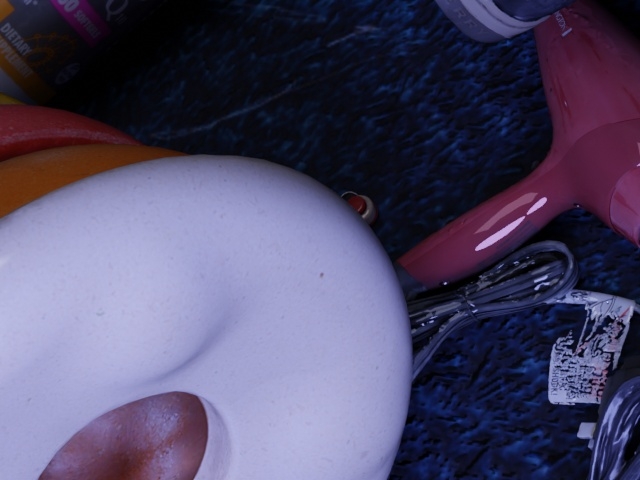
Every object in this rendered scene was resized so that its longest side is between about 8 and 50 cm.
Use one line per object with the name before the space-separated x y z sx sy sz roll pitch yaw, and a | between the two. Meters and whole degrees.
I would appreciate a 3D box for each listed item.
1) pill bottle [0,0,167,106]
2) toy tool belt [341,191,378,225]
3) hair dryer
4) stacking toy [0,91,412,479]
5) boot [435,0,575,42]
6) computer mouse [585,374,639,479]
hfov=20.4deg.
pill bottle | -0.148 -0.225 1.178 0.278 0.162 0.162 -41 56 0
toy tool belt | 0.000 0.000 1.064 0.052 0.051 0.083 31 79 32
hair dryer | 0.119 -0.025 1.010 0.223 0.080 0.293 9 68 27
stacking toy | -0.211 0.018 0.996 0.350 0.350 0.480 -46 49 -4
boot | 0.233 -0.277 0.966 0.284 0.138 0.377 -9 39 51
computer mouse | 0.225 0.175 0.854 0.262 0.060 0.184 29 105 39
